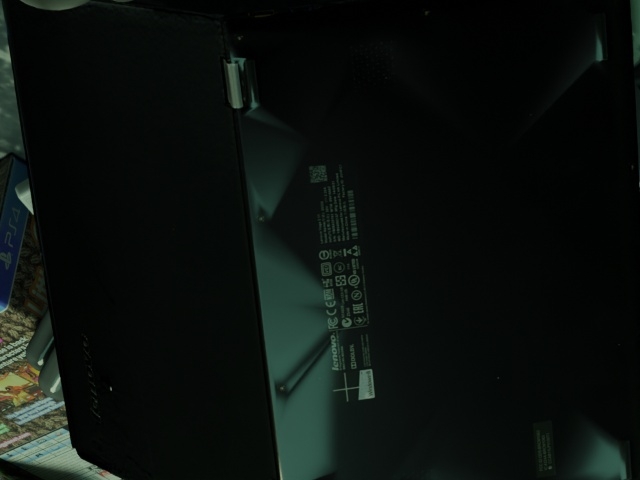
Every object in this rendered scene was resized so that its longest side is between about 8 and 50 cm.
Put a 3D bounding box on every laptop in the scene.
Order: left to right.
[{"bbox_3d":[0.000,0.000,1.331,0.408,0.236,0.382,-8,109,-5],"label":"laptop"}]

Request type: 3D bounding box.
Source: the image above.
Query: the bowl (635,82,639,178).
[{"bbox_3d":[0.198,-0.059,1.374,0.053,0.142,0.142,-14,151,-17],"label":"bowl"}]

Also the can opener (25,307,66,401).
[{"bbox_3d":[-0.135,0.006,1.468,0.093,0.074,0.280,23,109,-36],"label":"can opener"}]

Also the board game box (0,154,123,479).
[{"bbox_3d":[-0.243,0.088,1.669,0.232,0.141,0.291,-25,135,38],"label":"board game box"}]

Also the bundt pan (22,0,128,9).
[{"bbox_3d":[-0.187,-0.263,1.161,0.330,0.124,0.331,4,145,3],"label":"bundt pan"}]

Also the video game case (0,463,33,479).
[{"bbox_3d":[-0.284,0.229,1.814,0.206,0.026,0.227,34,180,16],"label":"video game case"}]

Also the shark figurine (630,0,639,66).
[{"bbox_3d":[0.211,-0.172,1.259,0.166,0.116,0.278,38,139,14],"label":"shark figurine"}]

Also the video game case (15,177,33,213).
[{"bbox_3d":[-0.145,-0.039,1.515,0.157,0.019,0.143,-31,139,3],"label":"video game case"}]
